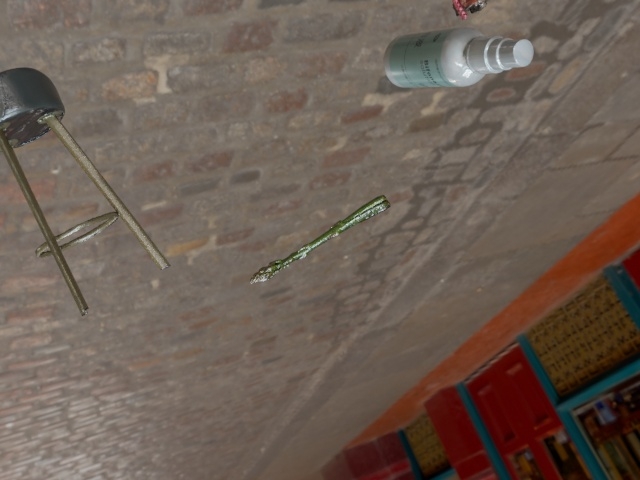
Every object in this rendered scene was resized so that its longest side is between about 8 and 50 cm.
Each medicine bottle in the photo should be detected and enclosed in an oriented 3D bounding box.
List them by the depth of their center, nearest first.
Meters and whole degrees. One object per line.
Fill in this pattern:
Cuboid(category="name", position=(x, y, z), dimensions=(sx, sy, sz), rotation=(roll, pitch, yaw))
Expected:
Cuboid(category="medicine bottle", position=(0.260, -0.350, 1.282), dimensions=(0.110, 0.110, 0.352), rotation=(-12, -164, -27))

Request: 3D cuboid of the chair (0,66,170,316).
Cuboid(category="chair", position=(-0.247, -0.039, 0.618), dimensions=(0.095, 0.221, 0.104), rotation=(-23, -175, 36))

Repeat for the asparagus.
Cuboid(category="asparagus", position=(0.000, 0.000, 0.951), dimensions=(0.233, 0.022, 0.023), rotation=(-32, 156, -12))

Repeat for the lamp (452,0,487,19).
Cuboid(category="lamp", position=(0.237, -0.526, 1.172), dimensions=(0.118, 0.253, 0.118), rotation=(-28, -171, 5))
